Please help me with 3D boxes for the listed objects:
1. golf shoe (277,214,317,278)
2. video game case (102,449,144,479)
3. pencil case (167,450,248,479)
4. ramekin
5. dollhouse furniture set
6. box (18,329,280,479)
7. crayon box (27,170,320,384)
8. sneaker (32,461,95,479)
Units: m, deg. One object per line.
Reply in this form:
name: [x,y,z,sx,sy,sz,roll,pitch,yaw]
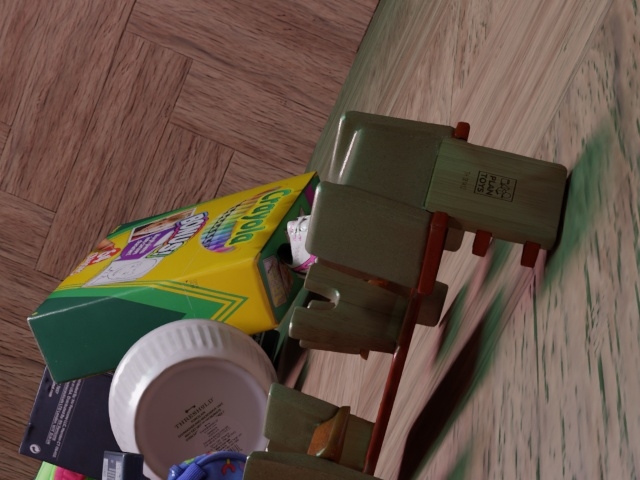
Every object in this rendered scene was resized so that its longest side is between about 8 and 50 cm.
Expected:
golf shoe: [0.000,0.000,1.956,0.067,0.086,0.186,-67,5,-30]
video game case: [-0.213,0.355,1.699,0.196,0.026,0.274,154,119,-76]
pencil case: [-0.121,0.291,1.643,0.119,0.133,0.306,-49,-2,-22]
ramekin: [-0.142,0.201,1.935,0.109,0.207,0.207,-142,74,-76]
dollhouse furniture set: [0.051,0.057,1.010,0.262,0.135,0.259,-72,-5,-47]
box: [-0.234,0.213,2.325,0.296,0.294,0.182,-77,6,-67]
crayon box: [-0.170,0.040,2.174,0.363,0.313,0.106,-59,-49,-67]
sneaker: [-0.366,0.364,2.530,0.202,0.185,0.483,-47,9,48]
